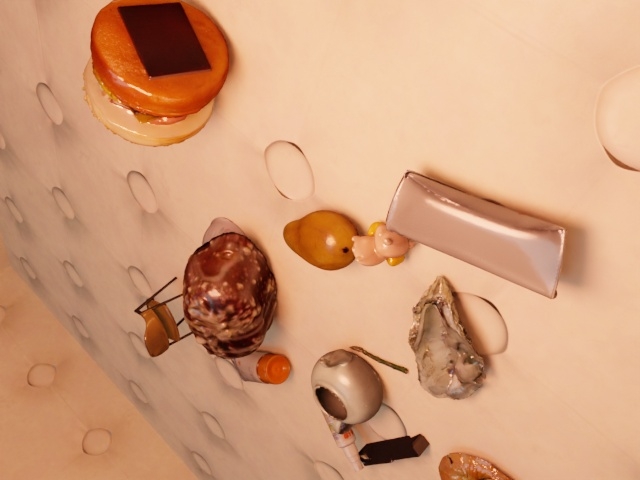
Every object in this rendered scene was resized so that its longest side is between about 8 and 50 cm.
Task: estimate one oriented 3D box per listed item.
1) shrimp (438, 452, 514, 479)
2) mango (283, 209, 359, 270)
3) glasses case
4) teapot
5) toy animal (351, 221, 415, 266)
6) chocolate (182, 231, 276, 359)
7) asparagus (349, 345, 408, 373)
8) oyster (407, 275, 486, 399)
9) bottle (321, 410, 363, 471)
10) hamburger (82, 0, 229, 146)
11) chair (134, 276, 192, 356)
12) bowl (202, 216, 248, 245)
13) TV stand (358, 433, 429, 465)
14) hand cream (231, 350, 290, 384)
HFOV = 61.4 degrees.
[{"bbox_3d":[0.385,0.551,1.199,0.267,0.061,0.145,9,114,45],"label":"shrimp"},{"bbox_3d":[0.000,0.000,1.152,0.228,0.099,0.136,4,125,54],"label":"mango"},{"bbox_3d":[0.256,-0.021,0.883,0.308,0.083,0.128,26,128,31],"label":"glasses case"},{"bbox_3d":[0.058,0.371,1.340,0.193,0.130,0.294,20,130,37],"label":"teapot"},{"bbox_3d":[0.119,-0.001,1.024,0.082,0.115,0.091,136,129,-63],"label":"toy animal"},{"bbox_3d":[-0.237,0.170,1.364,0.226,0.210,0.339,1,133,5],"label":"chocolate"},{"bbox_3d":[0.138,0.282,1.285,0.163,0.016,0.016,19,156,37],"label":"asparagus"},{"bbox_3d":[0.239,0.216,1.071,0.252,0.087,0.199,49,133,-5],"label":"oyster"},{"bbox_3d":[0.059,0.528,1.479,0.060,0.060,0.217,-33,79,52],"label":"bottle"},{"bbox_3d":[-0.341,-0.341,1.106,0.290,0.291,0.225,53,150,2],"label":"hamburger"},{"bbox_3d":[-0.496,0.257,1.736,0.173,0.247,0.158,13,126,41],"label":"chair"},{"bbox_3d":[-0.270,0.039,1.467,0.189,0.086,0.188,27,135,31],"label":"bowl"},{"bbox_3d":[0.185,0.549,1.408,0.040,0.049,0.256,54,143,4],"label":"TV stand"},{"bbox_3d":[-0.207,0.384,1.672,0.314,0.089,0.139,-18,102,58],"label":"hand cream"}]
